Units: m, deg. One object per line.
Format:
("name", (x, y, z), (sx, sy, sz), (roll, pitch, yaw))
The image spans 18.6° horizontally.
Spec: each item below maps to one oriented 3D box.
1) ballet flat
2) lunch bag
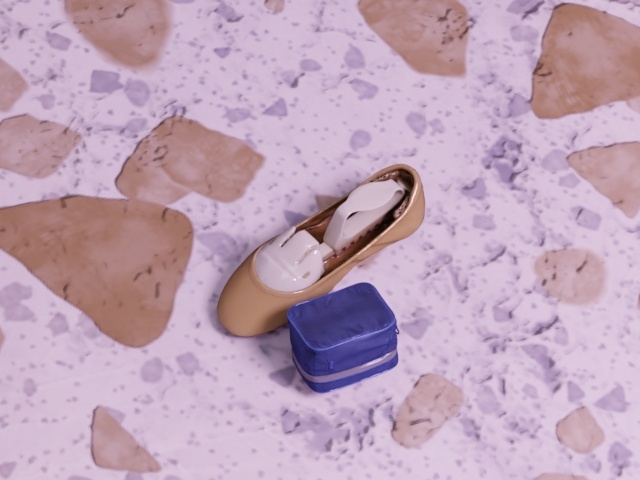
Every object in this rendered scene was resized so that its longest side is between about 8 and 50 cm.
("ballet flat", (0.000, 0.000, 1.760), (0.232, 0.073, 0.080), (-36, 66, -25))
("lunch bag", (0.023, 0.087, 1.710), (0.098, 0.065, 0.067), (-17, 44, -15))
